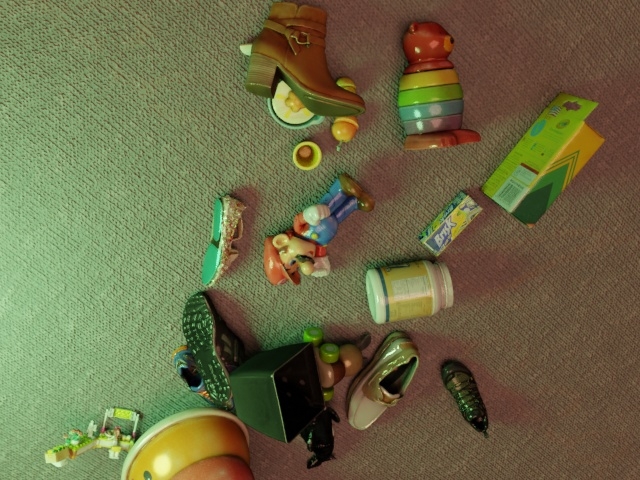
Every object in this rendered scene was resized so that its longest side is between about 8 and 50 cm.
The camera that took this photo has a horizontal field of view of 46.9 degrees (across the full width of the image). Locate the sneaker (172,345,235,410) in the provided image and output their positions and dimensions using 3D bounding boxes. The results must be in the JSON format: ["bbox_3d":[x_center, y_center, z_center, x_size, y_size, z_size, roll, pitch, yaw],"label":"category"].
[{"bbox_3d":[-0.308,0.376,1.926,0.083,0.087,0.221,-41,109,8],"label":"sneaker"}]

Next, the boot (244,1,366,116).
[{"bbox_3d":[-0.014,-0.404,1.648,0.283,0.109,0.220,15,77,5],"label":"boot"}]

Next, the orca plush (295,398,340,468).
[{"bbox_3d":[-0.032,0.532,1.992,0.151,0.102,0.287,11,128,12],"label":"orca plush"}]

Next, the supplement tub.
[{"bbox_3d":[0.226,0.129,1.887,0.200,0.144,0.144,-9,110,-5],"label":"supplement tub"}]

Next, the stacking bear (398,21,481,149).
[{"bbox_3d":[0.258,-0.363,1.720,0.175,0.164,0.289,-16,102,-47],"label":"stacking bear"}]

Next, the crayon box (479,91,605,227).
[{"bbox_3d":[0.547,-0.200,1.789,0.081,0.202,0.318,34,102,-18],"label":"crayon box"}]

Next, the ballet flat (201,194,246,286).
[{"bbox_3d":[-0.232,0.005,1.816,0.077,0.091,0.241,1,114,-32],"label":"ballet flat"}]

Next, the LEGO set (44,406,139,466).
[{"bbox_3d":[-0.567,0.501,1.909,0.287,0.132,0.107,8,103,-34],"label":"LEGO set"}]

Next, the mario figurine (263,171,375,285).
[{"bbox_3d":[0.000,0.000,1.800,0.320,0.170,0.198,-45,111,6],"label":"mario figurine"}]

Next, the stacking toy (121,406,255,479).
[{"bbox_3d":[-0.257,0.674,1.796,0.351,0.480,0.350,-17,127,-24],"label":"stacking toy"}]

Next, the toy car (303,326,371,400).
[{"bbox_3d":[0.053,0.309,1.953,0.188,0.149,0.155,-13,125,-31],"label":"toy car"}]

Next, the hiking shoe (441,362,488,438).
[{"bbox_3d":[0.412,0.436,2.035,0.086,0.114,0.227,-32,110,3],"label":"hiking shoe"}]

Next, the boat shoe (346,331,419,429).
[{"bbox_3d":[0.165,0.395,1.984,0.113,0.103,0.302,18,107,-26],"label":"boat shoe"}]

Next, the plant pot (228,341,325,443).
[{"bbox_3d":[-0.117,0.368,1.836,0.167,0.188,0.187,-1,107,33],"label":"plant pot"}]

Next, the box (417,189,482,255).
[{"bbox_3d":[0.331,-0.044,1.891,0.059,0.054,0.169,40,100,-18],"label":"box"}]

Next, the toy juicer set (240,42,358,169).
[{"bbox_3d":[-0.024,-0.345,1.718,0.209,0.089,0.329,-26,110,1],"label":"toy juicer set"}]

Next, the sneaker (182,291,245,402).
[{"bbox_3d":[-0.262,0.265,1.901,0.107,0.124,0.283,-15,91,34],"label":"sneaker"}]
